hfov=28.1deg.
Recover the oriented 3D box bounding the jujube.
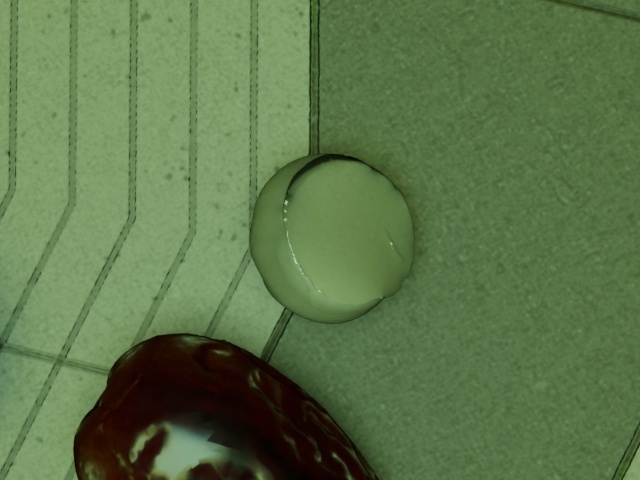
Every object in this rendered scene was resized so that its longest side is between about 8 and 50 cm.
[{"bbox_3d":[-0.088,0.234,1.268,0.318,0.223,0.223,34,89,-5],"label":"jujube"}]

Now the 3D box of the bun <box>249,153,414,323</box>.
[{"bbox_3d":[0.000,0.000,1.304,0.173,0.120,0.172,7,76,-31],"label":"bun"}]
